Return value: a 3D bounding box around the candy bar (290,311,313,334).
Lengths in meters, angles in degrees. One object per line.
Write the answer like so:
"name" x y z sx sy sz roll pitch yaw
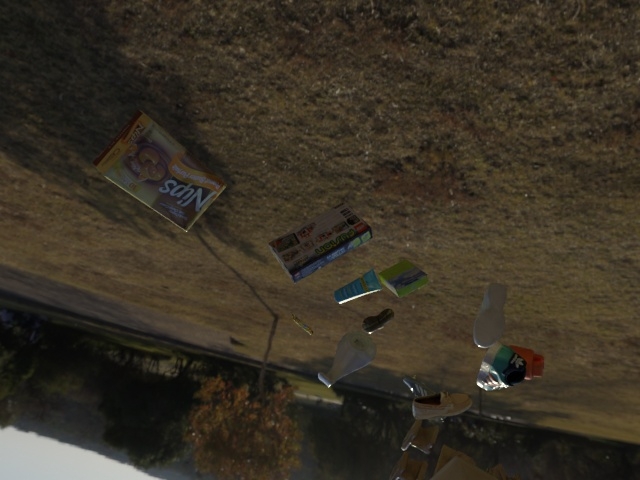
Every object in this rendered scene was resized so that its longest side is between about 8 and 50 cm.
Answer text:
"candy bar" -0.076 0.345 1.964 0.018 0.040 0.161 -39 134 5

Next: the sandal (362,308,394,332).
"sandal" 0.253 0.349 2.043 0.049 0.072 0.180 25 133 -37

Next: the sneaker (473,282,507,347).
"sneaker" 0.487 0.229 1.375 0.080 0.212 0.094 23 146 13

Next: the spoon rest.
"spoon rest" 0.090 0.417 1.672 0.137 0.276 0.084 37 135 21

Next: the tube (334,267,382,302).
"tube" 0.137 0.175 1.750 0.207 0.080 0.052 -32 170 41

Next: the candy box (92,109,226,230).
"candy box" -0.422 -0.177 1.293 0.088 0.183 0.316 39 176 35

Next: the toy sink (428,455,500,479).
"toy sink" 0.333 0.589 0.982 0.234 0.131 0.152 34 108 -13

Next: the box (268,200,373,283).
"box" 0.000 0.000 1.066 0.114 0.207 0.036 51 165 39

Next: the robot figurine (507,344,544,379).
"robot figurine" 0.822 0.513 2.010 0.220 0.157 0.128 4 158 29

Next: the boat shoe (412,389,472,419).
"boat shoe" 0.339 0.451 1.328 0.170 0.059 0.063 -13 -162 -3

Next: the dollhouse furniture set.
"dollhouse furniture set" 0.383 0.866 1.526 0.363 0.394 0.256 26 133 13

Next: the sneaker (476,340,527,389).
"sneaker" 0.577 0.425 1.508 0.121 0.108 0.302 30 159 30

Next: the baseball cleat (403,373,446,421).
"baseball cleat" 0.377 0.584 1.754 0.206 0.109 0.072 29 159 28

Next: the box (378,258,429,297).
"box" 0.266 0.121 1.518 0.042 0.109 0.178 65 174 -18
